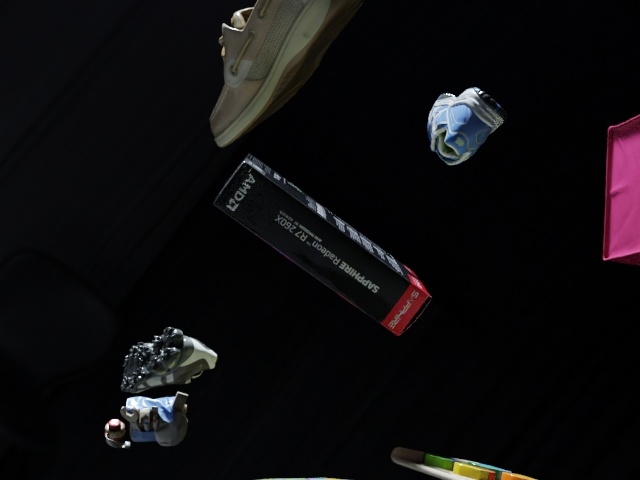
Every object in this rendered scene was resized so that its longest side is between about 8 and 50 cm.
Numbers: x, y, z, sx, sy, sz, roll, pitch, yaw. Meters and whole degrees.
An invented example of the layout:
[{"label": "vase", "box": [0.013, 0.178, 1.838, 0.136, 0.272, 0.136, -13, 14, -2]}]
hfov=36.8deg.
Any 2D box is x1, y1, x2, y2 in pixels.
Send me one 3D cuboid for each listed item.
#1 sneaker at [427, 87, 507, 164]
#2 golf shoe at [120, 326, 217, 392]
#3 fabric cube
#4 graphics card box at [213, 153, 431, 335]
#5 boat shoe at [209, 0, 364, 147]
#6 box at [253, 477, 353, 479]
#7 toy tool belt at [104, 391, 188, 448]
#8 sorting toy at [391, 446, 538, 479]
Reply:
[{"label": "sneaker", "box": [0.173, -0.145, 1.278, 0.080, 0.081, 0.211, 41, -6, -2]}, {"label": "golf shoe", "box": [-0.222, 0.186, 1.385, 0.094, 0.077, 0.198, 21, -26, -28]}, {"label": "fabric cube", "box": [0.665, -0.087, 1.643, 0.258, 0.259, 0.254, 8, -10, -13]}, {"label": "graphics card box", "box": [0.000, 0.000, 1.606, 0.371, 0.094, 0.233, 37, 6, -7]}, {"label": "boat shoe", "box": [-0.062, -0.243, 1.193, 0.110, 0.121, 0.341, 45, -44, 0]}, {"label": "box", "box": [0.072, 0.376, 1.121, 0.279, 0.177, 0.290, -2, -13, 22]}, {"label": "toy tool belt", "box": [-0.173, 0.172, 0.953, 0.083, 0.051, 0.052, -1, 28, -7]}, {"label": "sorting toy", "box": [0.233, 0.346, 1.411, 0.193, 0.038, 0.208, 18, -5, -29]}]
